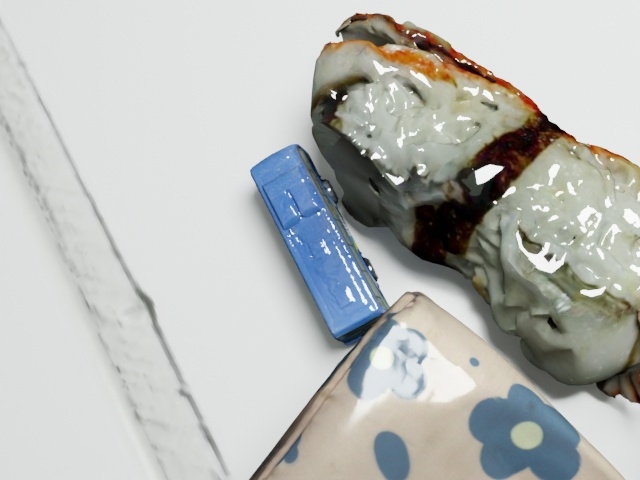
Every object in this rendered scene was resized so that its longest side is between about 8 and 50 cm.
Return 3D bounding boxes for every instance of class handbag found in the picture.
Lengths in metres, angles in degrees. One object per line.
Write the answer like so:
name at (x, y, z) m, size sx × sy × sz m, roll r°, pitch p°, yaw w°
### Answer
handbag at (0.052, 0.180, 0.516) m, size 0.193 × 0.190 × 0.251 m, roll 37°, pitch 80°, yaw 8°

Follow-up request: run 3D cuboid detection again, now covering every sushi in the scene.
sushi at (0.116, -0.025, 0.591) m, size 0.332 × 0.124 × 0.130 m, roll 37°, pitch 72°, yaw 16°

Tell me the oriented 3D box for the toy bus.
toy bus at (0.000, 0.000, 0.631) m, size 0.051 × 0.061 × 0.153 m, roll -29°, pitch 75°, yaw 5°
